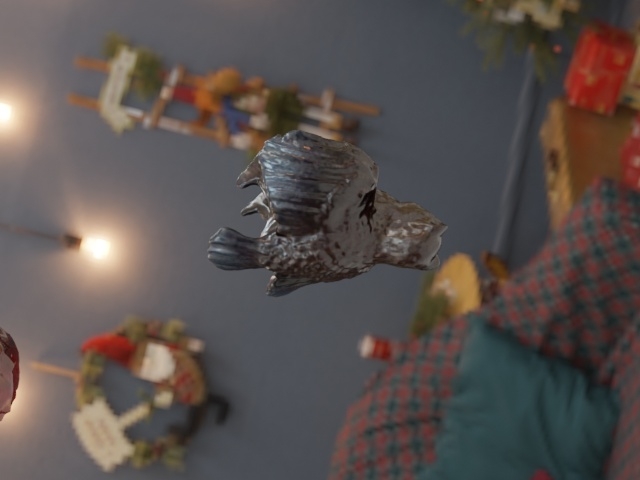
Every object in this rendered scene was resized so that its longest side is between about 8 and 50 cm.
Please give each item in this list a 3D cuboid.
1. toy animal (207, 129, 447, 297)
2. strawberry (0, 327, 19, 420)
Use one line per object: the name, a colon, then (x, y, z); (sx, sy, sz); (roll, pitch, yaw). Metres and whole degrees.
toy animal: (0.009, 0.001, 1.332); (0.218, 0.179, 0.116); (92, -158, -53)
strawberry: (-0.330, 0.092, 1.079); (0.205, 0.244, 0.205); (176, 90, -90)
